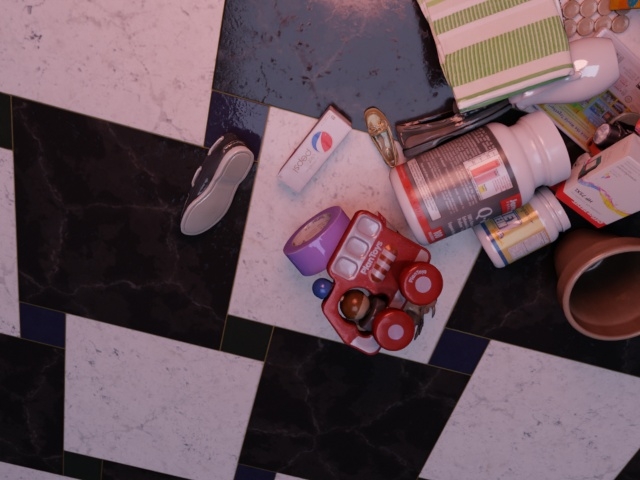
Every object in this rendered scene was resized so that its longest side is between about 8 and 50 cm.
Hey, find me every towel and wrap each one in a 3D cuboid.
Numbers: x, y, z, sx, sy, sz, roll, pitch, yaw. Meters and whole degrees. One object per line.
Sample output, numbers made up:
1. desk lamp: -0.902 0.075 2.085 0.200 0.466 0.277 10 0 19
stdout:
1. towel: 0.350 -0.444 0.943 0.248 0.038 0.325 -17 77 11

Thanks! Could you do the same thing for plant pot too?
1. plant pot: 0.703 0.081 1.153 0.263 0.229 0.263 1 115 3

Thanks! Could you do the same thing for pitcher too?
1. pitcher: 0.506 -0.340 0.967 0.207 0.178 0.125 -13 108 31

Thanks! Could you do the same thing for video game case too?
1. video game case: 0.647 -0.335 1.066 0.227 0.026 0.206 34 117 -13

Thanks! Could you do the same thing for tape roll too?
1. tape roll: 0.000 0.000 1.186 0.189 0.189 0.080 -33 108 17

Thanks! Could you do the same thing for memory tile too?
1. memory tile: 0.603 -0.509 1.001 0.148 0.012 0.113 -2 115 6

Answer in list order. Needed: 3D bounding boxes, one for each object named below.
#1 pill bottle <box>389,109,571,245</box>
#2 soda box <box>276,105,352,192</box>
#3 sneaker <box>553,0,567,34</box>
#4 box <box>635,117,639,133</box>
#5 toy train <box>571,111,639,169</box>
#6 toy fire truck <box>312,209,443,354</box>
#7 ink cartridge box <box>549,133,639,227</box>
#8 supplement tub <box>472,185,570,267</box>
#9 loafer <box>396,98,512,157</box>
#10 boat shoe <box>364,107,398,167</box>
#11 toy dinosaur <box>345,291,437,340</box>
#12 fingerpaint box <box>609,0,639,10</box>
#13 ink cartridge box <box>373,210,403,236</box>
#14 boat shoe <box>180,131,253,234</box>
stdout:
1. pill bottle: 0.364 -0.147 1.079 0.363 0.210 0.210 -24 111 15
2. soda box: -0.016 -0.226 1.147 0.074 0.069 0.216 36 113 -13
3. sneaker: 0.483 -0.469 1.003 0.075 0.057 0.161 -25 114 9
4. box: 0.796 -0.306 0.916 0.142 0.154 0.300 41 72 -4
5. toy train: 0.767 -0.169 1.070 0.334 0.142 0.190 13 132 -9
6. toy fire truck: 0.122 0.108 1.100 0.254 0.169 0.302 29 95 -9
7. ink cartridge box: 0.630 -0.115 1.013 0.134 0.078 0.231 35 151 -4
8. supplement tub: 0.501 -0.035 1.159 0.199 0.144 0.144 -31 109 17
9. loafer: 0.308 -0.288 1.085 0.267 0.096 0.084 -24 102 18
10. boat shoe: 0.153 -0.253 1.133 0.056 0.048 0.153 -20 113 13
11. toy dinosaur: 0.187 0.231 1.325 0.295 0.127 0.200 -38 114 25
12. fingerpaint box: 0.826 -0.511 0.780 0.444 0.371 0.163 -4 114 5
13. ink cartridge box: 0.166 0.013 1.250 0.150 0.063 0.109 43 111 -15
14. boat shoe: -0.281 -0.143 1.196 0.302 0.091 0.114 -47 148 20
